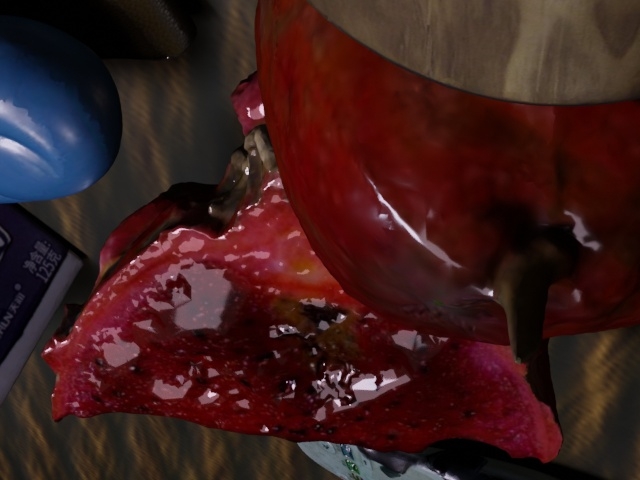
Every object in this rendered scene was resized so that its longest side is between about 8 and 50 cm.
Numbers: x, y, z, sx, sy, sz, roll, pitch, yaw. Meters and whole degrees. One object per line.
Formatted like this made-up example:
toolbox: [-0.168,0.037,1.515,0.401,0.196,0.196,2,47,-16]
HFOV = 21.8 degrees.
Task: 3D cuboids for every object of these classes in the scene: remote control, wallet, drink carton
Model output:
remote control: [0.094,0.165,1.109,0.256,0.045,0.097,16,151,26]
wallet: [-0.144,-0.157,0.756,0.110,0.031,0.198,5,146,37]
drink carton: [-0.284,0.008,1.062,0.222,0.134,0.102,40,153,-24]

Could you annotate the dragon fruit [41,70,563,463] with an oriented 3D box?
dragon fruit: [0.000,0.000,0.825,0.262,0.134,0.211,7,139,4]

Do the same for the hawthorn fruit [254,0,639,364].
hawthorn fruit: [0.072,-0.049,0.559,0.189,0.251,0.189,-1,138,-1]

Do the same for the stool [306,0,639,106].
stool: [0.073,-0.173,0.370,0.179,0.179,0.264,23,153,6]

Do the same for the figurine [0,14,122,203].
figurine: [-0.314,-0.082,0.788,0.416,0.298,0.243,22,155,-18]
